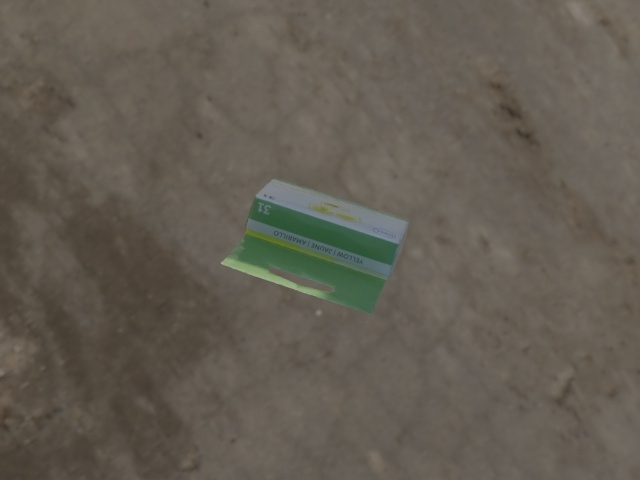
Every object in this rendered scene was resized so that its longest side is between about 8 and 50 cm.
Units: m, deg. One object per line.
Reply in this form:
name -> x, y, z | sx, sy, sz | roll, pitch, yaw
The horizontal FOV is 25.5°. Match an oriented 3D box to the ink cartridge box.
ink cartridge box -> 0.000, 0.000, 1.545 | 0.171, 0.056, 0.235 | 18, 14, 5
